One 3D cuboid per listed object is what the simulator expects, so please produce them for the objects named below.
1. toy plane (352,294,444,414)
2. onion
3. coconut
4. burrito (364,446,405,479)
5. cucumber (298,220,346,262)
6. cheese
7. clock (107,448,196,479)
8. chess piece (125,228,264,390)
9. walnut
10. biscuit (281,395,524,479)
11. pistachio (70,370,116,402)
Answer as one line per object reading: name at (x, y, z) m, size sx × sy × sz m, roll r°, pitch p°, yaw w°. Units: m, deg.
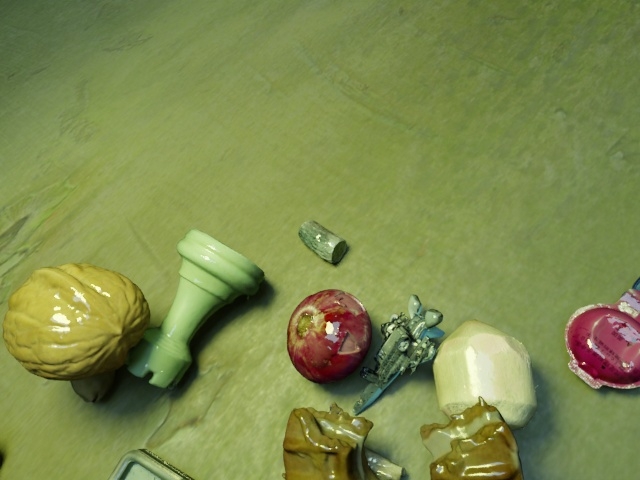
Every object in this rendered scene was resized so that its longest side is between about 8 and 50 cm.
toy plane at (0.129, 0.218, 0.841) m, size 0.246 × 0.078 × 0.169 m, roll -48°, pitch 19°, yaw 0°
onion at (0.017, 0.180, 0.853) m, size 0.177 × 0.153 × 0.177 m, roll -29°, pitch 22°, yaw 13°
coconut at (0.276, 0.224, 0.767) m, size 0.170 × 0.171 × 0.183 m, roll -1°, pitch 61°, yaw 12°
burrito at (0.072, 0.385, 0.788) m, size 0.149 × 0.041 × 0.055 m, roll 12°, pitch 49°, yaw 23°
cucumber at (0.002, 0.001, 1.018) m, size 0.112 × 0.064 × 0.064 m, roll 33°, pitch 73°, yaw 30°
cheese at (0.533, 0.159, 0.800) m, size 0.244 × 0.062 × 0.155 m, roll -41°, pitch 61°, yaw -13°
clock at (-0.298, 0.543, 0.778) m, size 0.273 × 0.049 × 0.279 m, roll 20°, pitch 67°, yaw 22°
chess piece at (-0.268, 0.144, 0.936) m, size 0.194 × 0.194 × 0.299 m, roll 27°, pitch 79°, yaw 25°
walnut at (-0.438, 0.147, 0.826) m, size 0.261 × 0.225 × 0.225 m, roll 7°, pitch 61°, yaw 34°
biscuit at (0.114, 0.376, 0.681) m, size 0.366 × 0.115 × 0.268 m, roll -10°, pitch 86°, yaw 25°
pistachio at (-0.484, 0.247, 0.961) m, size 0.126 × 0.108 × 0.186 m, roll -36°, pitch 57°, yaw 30°
